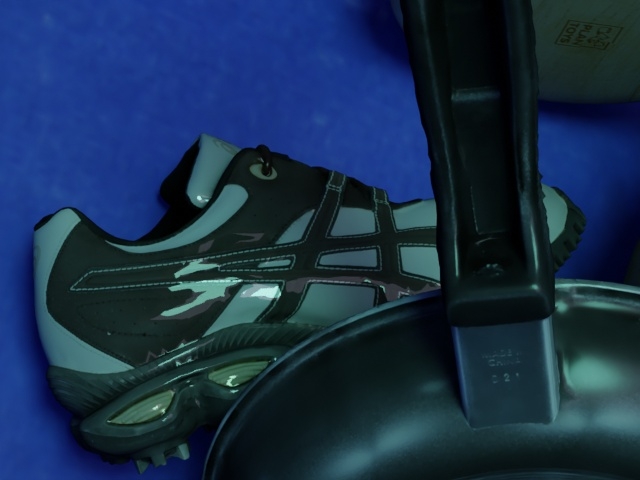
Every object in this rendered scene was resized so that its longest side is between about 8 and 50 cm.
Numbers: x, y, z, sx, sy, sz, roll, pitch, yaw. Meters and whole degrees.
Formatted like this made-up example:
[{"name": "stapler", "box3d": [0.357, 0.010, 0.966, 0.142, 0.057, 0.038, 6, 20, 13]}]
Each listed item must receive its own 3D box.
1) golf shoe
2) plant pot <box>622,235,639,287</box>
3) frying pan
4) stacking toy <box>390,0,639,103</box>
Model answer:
[{"name": "golf shoe", "box3d": [0.000, 0.000, 0.496, 0.198, 0.077, 0.094, -21, 90, -28]}, {"name": "plant pot", "box3d": [0.230, 0.016, 0.522, 0.284, 0.284, 0.191, 28, 36, -18]}, {"name": "frying pan", "box3d": [0.076, 0.045, 0.408, 0.197, 0.326, 0.053, 11, 42, -7]}, {"name": "stacking toy", "box3d": [0.105, -0.224, 0.570, 0.141, 0.141, 0.330, 14, 68, -23]}]
